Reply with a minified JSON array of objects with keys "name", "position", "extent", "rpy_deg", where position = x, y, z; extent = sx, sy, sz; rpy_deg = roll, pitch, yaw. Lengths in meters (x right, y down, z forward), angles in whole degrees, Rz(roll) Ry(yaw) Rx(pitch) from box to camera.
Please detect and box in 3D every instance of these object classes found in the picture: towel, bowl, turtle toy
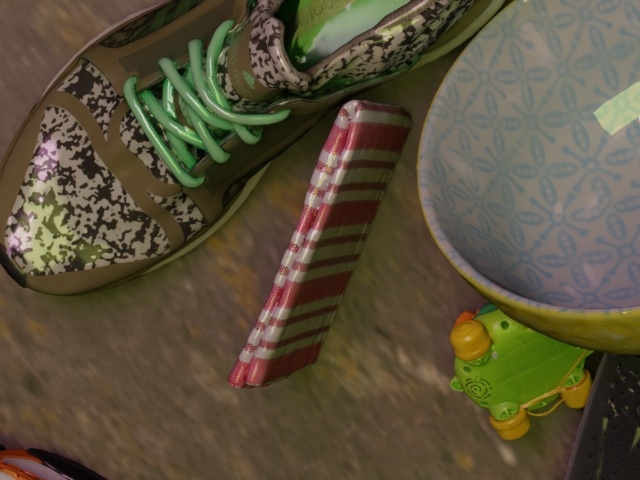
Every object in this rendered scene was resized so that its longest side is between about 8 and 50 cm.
[{"name":"towel","position":[0.000,0.000,1.176],"extent":[0.029,0.144,0.197],"rpy_deg":[23,97,12]},{"name":"bowl","position":[0.221,-0.035,1.138],"extent":[0.289,0.289,0.156],"rpy_deg":[-32,135,6]},{"name":"turtle toy","position":[0.143,0.066,1.213],"extent":[0.130,0.066,0.095],"rpy_deg":[-26,117,3]}]

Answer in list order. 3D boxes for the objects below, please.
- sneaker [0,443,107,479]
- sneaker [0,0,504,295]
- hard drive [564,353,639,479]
[{"name":"sneaker","position":[-0.267,0.177,1.234],"extent":[0.262,0.099,0.121],"rpy_deg":[29,101,1]},{"name":"sneaker","position":[-0.053,-0.110,1.146],"extent":[0.410,0.182,0.158],"rpy_deg":[-39,93,6]},{"name":"hard drive","position":[0.238,0.208,1.195],"extent":[0.172,0.054,0.255],"rpy_deg":[16,105,27]}]
